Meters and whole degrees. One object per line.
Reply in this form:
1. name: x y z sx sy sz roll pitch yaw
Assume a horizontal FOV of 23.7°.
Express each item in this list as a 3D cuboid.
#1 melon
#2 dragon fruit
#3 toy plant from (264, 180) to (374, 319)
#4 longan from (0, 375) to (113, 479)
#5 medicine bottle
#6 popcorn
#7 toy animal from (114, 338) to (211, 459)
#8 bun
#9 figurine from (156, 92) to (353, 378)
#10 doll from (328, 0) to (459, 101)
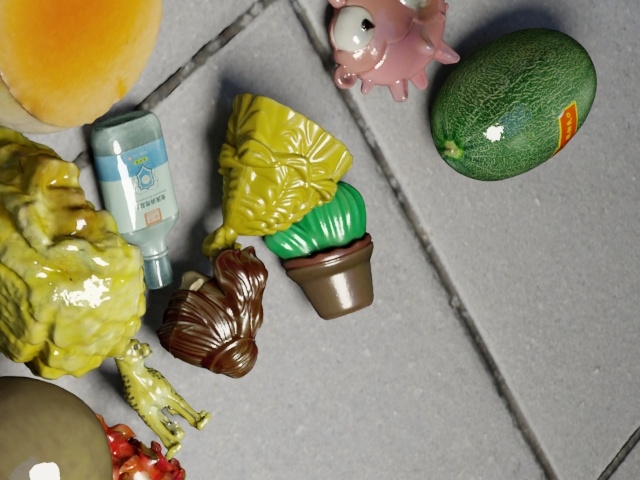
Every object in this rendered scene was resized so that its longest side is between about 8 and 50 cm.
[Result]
1. melon: 0.256 -0.181 2.073 0.288 0.182 0.182 -34 116 -29
2. dragon fruit: -0.236 0.279 1.785 0.207 0.150 0.133 55 34 -23
3. toy plant: 0.000 0.000 1.952 0.143 0.105 0.200 -19 89 -16
4. longan: -0.346 0.251 1.623 0.248 0.248 0.248 -6 100 -38
5. medicine bottle: -0.212 -0.045 1.798 0.090 0.054 0.208 -24 114 -34
6. popcorn: -0.293 0.019 1.635 0.174 0.225 0.286 -34 117 -34
7. toy animal: -0.196 0.178 1.797 0.073 0.181 0.136 -42 91 -4
8. bun: -0.308 -0.268 1.617 0.299 0.165 0.299 -35 135 -46
9. figurine: -0.100 0.002 1.830 0.168 0.187 0.315 28 81 -5
10. doll: 0.098 -0.295 1.985 0.262 0.093 0.211 -44 114 -22
